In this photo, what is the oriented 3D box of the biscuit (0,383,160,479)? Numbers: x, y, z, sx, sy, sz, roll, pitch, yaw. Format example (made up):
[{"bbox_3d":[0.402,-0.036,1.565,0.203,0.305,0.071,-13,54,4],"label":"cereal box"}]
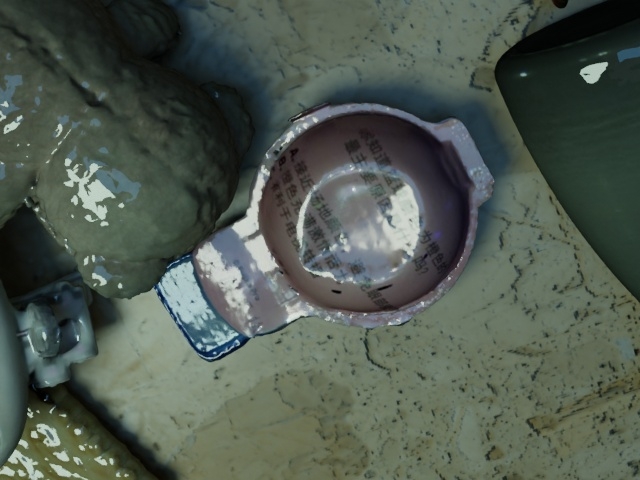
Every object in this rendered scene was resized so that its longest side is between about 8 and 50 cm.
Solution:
[{"bbox_3d":[-0.311,0.178,0.770,0.217,0.044,0.325,-43,95,10],"label":"biscuit"}]

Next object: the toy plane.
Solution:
[{"bbox_3d":[-0.293,0.061,0.669,0.252,0.118,0.252,7,76,-31],"label":"toy plane"}]

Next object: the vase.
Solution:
[{"bbox_3d":[0.261,-0.015,0.638,0.173,0.173,0.321,-22,105,8],"label":"vase"}]

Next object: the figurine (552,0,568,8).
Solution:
[{"bbox_3d":[0.171,-0.248,0.637,0.098,0.082,0.154,3,103,17],"label":"figurine"}]

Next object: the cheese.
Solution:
[{"bbox_3d":[0.000,0.000,0.698,0.286,0.074,0.189,-31,98,13],"label":"cheese"}]

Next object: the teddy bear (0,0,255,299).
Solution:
[{"bbox_3d":[-0.183,-0.095,0.646,0.267,0.151,0.236,39,72,-19],"label":"teddy bear"}]
